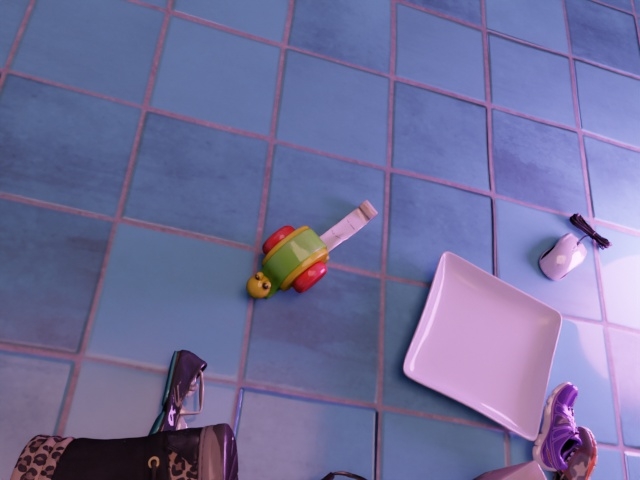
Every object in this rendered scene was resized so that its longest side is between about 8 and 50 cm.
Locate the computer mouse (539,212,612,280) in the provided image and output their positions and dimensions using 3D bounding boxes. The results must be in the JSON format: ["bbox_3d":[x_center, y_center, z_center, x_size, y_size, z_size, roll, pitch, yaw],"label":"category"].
[{"bbox_3d":[0.542,0.019,1.416,0.193,0.042,0.106,-37,82,-31],"label":"computer mouse"}]

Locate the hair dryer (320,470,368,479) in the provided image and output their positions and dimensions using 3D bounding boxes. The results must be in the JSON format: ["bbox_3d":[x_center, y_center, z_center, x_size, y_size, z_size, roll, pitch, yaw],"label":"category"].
[{"bbox_3d":[-0.057,0.449,0.946,0.293,0.080,0.223,3,37,-6],"label":"hair dryer"}]

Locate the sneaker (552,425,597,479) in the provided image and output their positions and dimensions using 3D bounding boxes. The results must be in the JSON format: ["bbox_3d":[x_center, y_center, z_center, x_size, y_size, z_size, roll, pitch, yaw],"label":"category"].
[{"bbox_3d":[0.449,0.402,1.183,0.065,0.061,0.158,21,59,-2],"label":"sneaker"}]

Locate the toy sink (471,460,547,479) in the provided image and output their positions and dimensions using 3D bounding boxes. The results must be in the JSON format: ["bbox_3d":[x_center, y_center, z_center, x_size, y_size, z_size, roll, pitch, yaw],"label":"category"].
[{"bbox_3d":[0.314,0.487,1.035,0.131,0.153,0.234,-17,71,-27],"label":"toy sink"}]

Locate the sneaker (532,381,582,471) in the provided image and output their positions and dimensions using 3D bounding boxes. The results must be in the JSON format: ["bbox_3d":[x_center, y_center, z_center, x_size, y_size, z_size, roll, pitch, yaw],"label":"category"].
[{"bbox_3d":[0.442,0.339,1.194,0.068,0.071,0.170,48,56,-37],"label":"sneaker"}]

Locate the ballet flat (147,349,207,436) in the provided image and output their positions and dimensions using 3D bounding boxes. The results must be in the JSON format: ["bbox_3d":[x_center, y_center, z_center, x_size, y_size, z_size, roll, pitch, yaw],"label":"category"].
[{"bbox_3d":[-0.218,0.264,1.001,0.074,0.074,0.203,20,57,-10],"label":"ballet flat"}]

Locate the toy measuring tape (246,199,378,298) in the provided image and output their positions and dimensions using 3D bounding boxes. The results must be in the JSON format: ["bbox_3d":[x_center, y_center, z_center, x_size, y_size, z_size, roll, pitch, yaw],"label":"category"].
[{"bbox_3d":[0.000,0.000,1.185,0.330,0.121,0.121,-35,80,-31],"label":"toy measuring tape"}]

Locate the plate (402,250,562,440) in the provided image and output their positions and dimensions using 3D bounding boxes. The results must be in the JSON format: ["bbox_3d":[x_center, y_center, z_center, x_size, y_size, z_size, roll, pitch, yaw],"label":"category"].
[{"bbox_3d":[0.304,0.194,1.240,0.278,0.045,0.277,28,59,-5],"label":"plate"}]

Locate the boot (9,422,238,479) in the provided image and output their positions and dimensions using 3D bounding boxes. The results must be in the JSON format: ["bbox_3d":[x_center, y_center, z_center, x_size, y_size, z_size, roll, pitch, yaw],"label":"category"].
[{"bbox_3d":[-0.259,0.415,0.825,0.284,0.138,0.377,1,64,4],"label":"boot"}]
